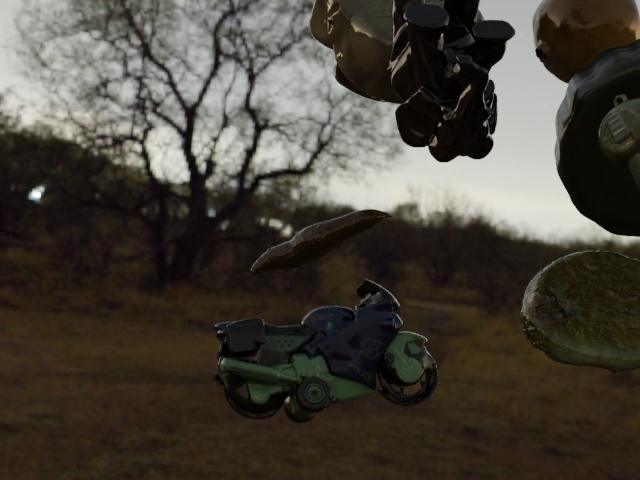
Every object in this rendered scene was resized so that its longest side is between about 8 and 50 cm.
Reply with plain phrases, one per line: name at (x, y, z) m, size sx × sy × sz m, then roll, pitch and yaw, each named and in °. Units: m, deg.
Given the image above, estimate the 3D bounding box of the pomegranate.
pomegranate at (0.539, -0.428, 1.913) m, size 0.233 × 0.233 × 0.233 m, roll 6°, pitch -1°, yaw 0°

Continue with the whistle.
whistle at (0.520, -0.136, 1.501) m, size 0.123 × 0.223 × 0.123 m, roll -17°, pitch -21°, yaw -7°

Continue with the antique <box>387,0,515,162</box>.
antique at (0.217, -0.295, 1.626) m, size 0.185 × 0.255 × 0.322 m, roll -8°, pitch 42°, yaw -9°

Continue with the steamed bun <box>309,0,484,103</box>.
steamed bun at (0.146, -0.428, 2.009) m, size 0.342 × 0.255 × 0.368 m, roll -18°, pitch 57°, yaw -33°

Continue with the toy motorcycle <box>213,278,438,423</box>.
toy motorcycle at (0.006, 0.158, 1.386) m, size 0.331 × 0.196 × 0.125 m, roll -3°, pitch -19°, yaw -12°

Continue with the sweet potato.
sweet potato at (0.000, 0.000, 1.715) m, size 0.273 × 0.067 × 0.067 m, roll -23°, pitch -3°, yaw 4°

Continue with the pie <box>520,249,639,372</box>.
pie at (0.475, 0.119, 1.584) m, size 0.277 × 0.078 × 0.277 m, roll -2°, pitch 42°, yaw 2°

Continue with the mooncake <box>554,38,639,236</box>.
mooncake at (0.583, -0.187, 1.705) m, size 0.351 × 0.351 × 0.187 m, roll 6°, pitch 28°, yaw 7°
